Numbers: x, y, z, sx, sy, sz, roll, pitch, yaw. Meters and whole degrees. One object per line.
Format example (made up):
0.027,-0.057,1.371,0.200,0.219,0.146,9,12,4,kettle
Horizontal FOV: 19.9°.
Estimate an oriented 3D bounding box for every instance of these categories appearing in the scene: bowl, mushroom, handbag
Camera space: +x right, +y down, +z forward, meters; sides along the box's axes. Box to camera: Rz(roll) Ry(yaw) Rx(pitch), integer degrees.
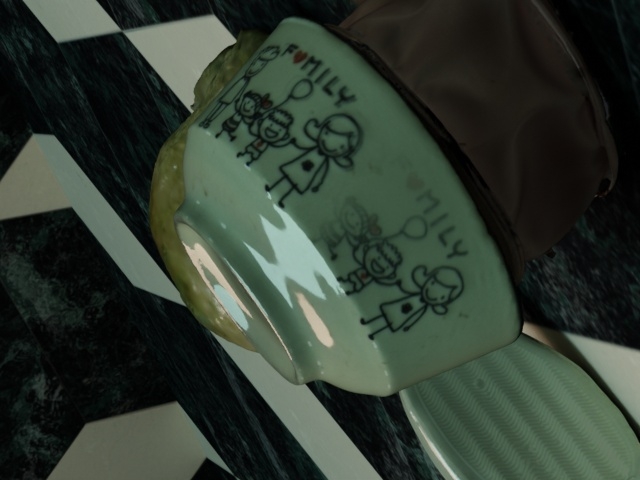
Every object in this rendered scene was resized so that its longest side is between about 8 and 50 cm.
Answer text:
0.000,0.000,1.075,0.238,0.126,0.238,50,168,15,bowl
-0.037,-0.033,1.482,0.292,0.212,0.217,59,175,13,mushroom
0.089,-0.079,1.092,0.205,0.116,0.179,54,167,4,handbag

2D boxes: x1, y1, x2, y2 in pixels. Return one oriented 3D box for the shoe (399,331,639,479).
0.196,0.211,1.405,0.363,0.132,0.160,49,170,11,shoe
